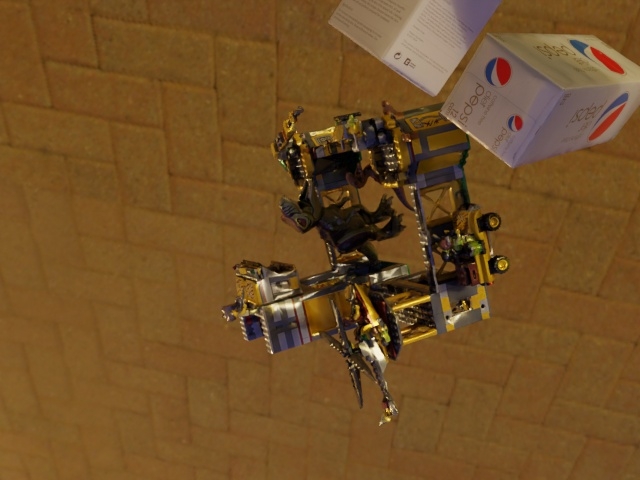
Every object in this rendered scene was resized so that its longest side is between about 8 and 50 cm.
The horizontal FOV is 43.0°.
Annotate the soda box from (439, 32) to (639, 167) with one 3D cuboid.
[{"bbox_3d":[0.188,-0.116,0.643,0.074,0.216,0.069,43,124,22],"label":"soda box"}]

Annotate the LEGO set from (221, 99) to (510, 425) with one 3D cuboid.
[{"bbox_3d":[0.000,0.000,0.762,0.192,0.331,0.254,-15,106,-20],"label":"LEGO set"}]

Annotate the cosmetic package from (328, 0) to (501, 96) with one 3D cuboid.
[{"bbox_3d":[0.202,-0.455,1.351,0.155,0.197,0.365,24,108,-41],"label":"cosmetic package"}]
